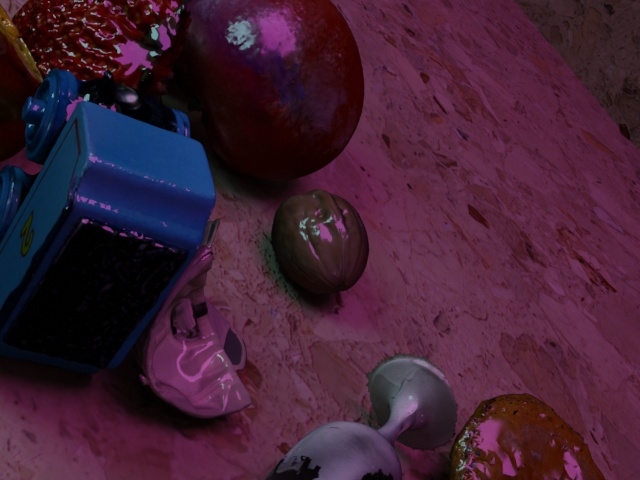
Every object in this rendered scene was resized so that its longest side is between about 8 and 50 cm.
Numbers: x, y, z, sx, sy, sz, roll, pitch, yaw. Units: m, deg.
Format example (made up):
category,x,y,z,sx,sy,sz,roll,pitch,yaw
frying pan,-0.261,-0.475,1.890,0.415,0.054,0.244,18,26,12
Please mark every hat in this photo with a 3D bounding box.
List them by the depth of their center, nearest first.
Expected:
category,x,y,z,sx,sy,sz,roll,pitch,yaw
hat,-0.166,0.086,1.199,0.164,0.219,0.226,-19,26,-19

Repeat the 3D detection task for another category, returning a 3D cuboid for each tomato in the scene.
category,x,y,z,sx,sy,sz,roll,pitch,yaw
tomato,-0.050,-0.247,1.507,0.176,0.289,0.335,29,-34,59

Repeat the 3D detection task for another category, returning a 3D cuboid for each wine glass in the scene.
category,x,y,z,sx,sy,sz,roll,pitch,yaw
wine glass,0.050,0.258,1.203,0.143,0.143,0.321,45,35,7

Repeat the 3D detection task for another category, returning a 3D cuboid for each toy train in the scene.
category,x,y,z,sx,sy,sz,roll,pitch,yaw
toy train,-0.248,-0.022,1.077,0.188,0.300,0.265,18,34,-31

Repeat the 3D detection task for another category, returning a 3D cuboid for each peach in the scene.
category,x,y,z,sx,sy,sz,roll,pitch,yaw
peach,-0.451,-0.225,1.177,0.245,0.248,0.275,-8,49,-19

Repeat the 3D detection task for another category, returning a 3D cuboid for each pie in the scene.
category,x,y,z,sx,sy,sz,roll,pitch,yaw
pie,0.276,0.330,1.332,0.273,0.069,0.273,13,58,-21

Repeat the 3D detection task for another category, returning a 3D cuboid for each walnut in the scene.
category,x,y,z,sx,sy,sz,roll,pitch,yaw
walnut,0.000,0.001,1.469,0.140,0.140,0.162,15,31,-35

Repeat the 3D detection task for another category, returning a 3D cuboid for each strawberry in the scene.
category,x,y,z,sx,sy,sz,roll,pitch,yaw
strawberry,-0.308,-0.260,1.375,0.257,0.261,0.261,25,34,-11

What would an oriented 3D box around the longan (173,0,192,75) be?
category,x,y,z,sx,sy,sz,roll,pitch,yaw
longan,-0.224,-0.389,1.608,0.258,0.258,0.258,27,34,-20
